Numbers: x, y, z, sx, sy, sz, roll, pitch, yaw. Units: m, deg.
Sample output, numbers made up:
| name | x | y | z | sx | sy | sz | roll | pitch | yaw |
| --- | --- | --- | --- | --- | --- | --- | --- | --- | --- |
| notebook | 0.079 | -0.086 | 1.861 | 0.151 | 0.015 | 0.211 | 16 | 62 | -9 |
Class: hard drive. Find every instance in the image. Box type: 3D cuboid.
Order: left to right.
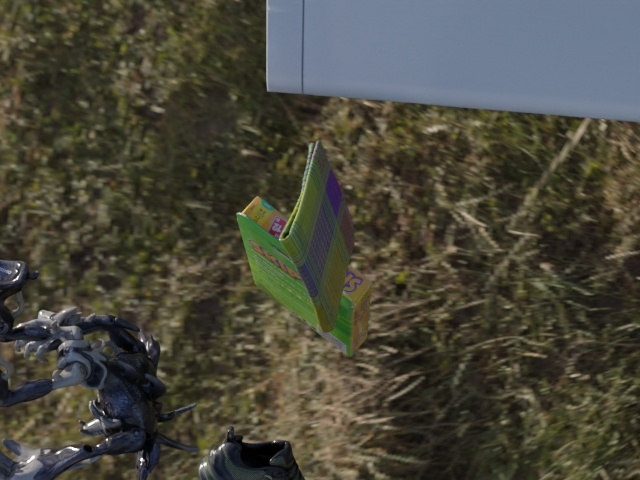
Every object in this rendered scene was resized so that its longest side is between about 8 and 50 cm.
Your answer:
| name | x | y | z | sx | sy | sz | roll | pitch | yaw |
| --- | --- | --- | --- | --- | --- | --- | --- | --- | --- |
| hard drive | 0.131 | -0.225 | 1.117 | 0.353 | 0.047 | 0.233 | 5 | 117 | 7 |

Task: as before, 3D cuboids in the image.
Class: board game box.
| name | x | y | z | sx | sy | sz | roll | pitch | yaw |
| --- | --- | --- | --- | --- | --- | --- | --- | --- | --- |
| board game box | -0.012 | 0.036 | 1.195 | 0.124 | 0.259 | 0.039 | 37 | 81 | 10 |

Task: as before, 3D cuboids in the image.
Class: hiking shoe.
| name | x | y | z | sx | sy | sz | roll | pitch | yaw |
| --- | --- | --- | --- | --- | --- | --- | --- | --- | --- |
| hiking shoe | -0.059 | 0.350 | 1.916 | 0.226 | 0.086 | 0.114 | 25 | 124 | -18 |

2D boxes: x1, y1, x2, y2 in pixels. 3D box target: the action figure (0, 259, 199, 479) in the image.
| name | x | y | z | sx | sy | sz | roll | pitch | yaw |
| --- | --- | --- | --- | --- | --- | --- | --- | --- | --- |
| action figure | -0.227 | 0.122 | 1.142 | 0.141 | 0.275 | 0.164 | -20 | 50 | 26 |

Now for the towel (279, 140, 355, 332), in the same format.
| name | x | y | z | sx | sy | sz | roll | pitch | yaw |
| --- | --- | --- | --- | --- | --- | --- | --- | --- | --- |
| towel | 0.000 | 0.000 | 0.618 | 0.009 | 0.083 | 0.060 | 4 | 59 | 18 |
